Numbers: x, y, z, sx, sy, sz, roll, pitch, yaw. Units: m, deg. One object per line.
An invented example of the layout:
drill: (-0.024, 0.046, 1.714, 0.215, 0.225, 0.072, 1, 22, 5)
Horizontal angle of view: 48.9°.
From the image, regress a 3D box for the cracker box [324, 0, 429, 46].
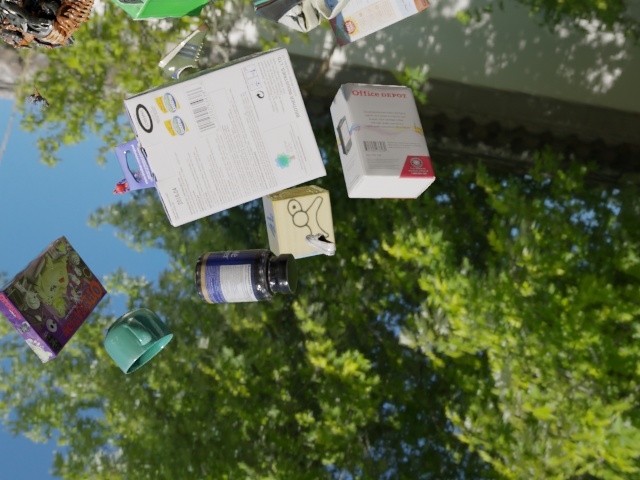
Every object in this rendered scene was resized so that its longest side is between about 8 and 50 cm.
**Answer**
cracker box: (0.114, -0.557, 1.598, 0.232, 0.156, 0.067, -10, -159, 43)

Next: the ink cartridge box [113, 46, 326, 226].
ink cartridge box: (-0.220, -0.205, 1.429, 0.395, 0.270, 0.151, -20, -165, -5)

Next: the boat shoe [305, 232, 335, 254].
boat shoe: (0.000, 0.000, 1.617, 0.035, 0.035, 0.100, -8, -155, -32)

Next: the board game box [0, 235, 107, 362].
board game box: (-0.696, 0.142, 1.841, 0.056, 0.208, 0.347, -23, -160, 14)

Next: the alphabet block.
alphabet block: (-0.071, -0.061, 2.280, 0.192, 0.197, 0.193, -10, -167, -16)

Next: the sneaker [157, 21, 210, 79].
sneaker: (-0.386, -0.555, 2.092, 0.086, 0.192, 0.064, 48, -176, -19)

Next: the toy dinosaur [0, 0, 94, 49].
toy dinosaur: (-0.566, -0.471, 1.416, 0.218, 0.321, 0.164, 37, -140, -48)

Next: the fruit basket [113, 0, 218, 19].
fruit basket: (-0.386, -0.610, 1.441, 0.353, 0.165, 0.327, 48, -143, 11)

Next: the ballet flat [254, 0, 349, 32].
ballet flat: (-0.022, -0.427, 1.246, 0.095, 0.096, 0.280, -36, -164, -33)

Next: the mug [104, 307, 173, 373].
mug: (-0.391, 0.200, 1.508, 0.097, 0.158, 0.129, 47, -147, 7)

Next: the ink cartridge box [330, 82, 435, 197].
ink cartridge box: (0.171, -0.279, 1.991, 0.226, 0.131, 0.306, -1, -117, -21)

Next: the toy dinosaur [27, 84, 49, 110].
toy dinosaur: (-0.815, -0.412, 2.053, 0.047, 0.090, 0.082, 39, -155, -3)

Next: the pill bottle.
pill bottle: (-0.170, 0.082, 1.637, 0.219, 0.123, 0.123, -4, -159, 12)

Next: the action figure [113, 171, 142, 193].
action figure: (-0.527, -0.160, 1.953, 0.115, 0.038, 0.030, -29, -173, 8)
